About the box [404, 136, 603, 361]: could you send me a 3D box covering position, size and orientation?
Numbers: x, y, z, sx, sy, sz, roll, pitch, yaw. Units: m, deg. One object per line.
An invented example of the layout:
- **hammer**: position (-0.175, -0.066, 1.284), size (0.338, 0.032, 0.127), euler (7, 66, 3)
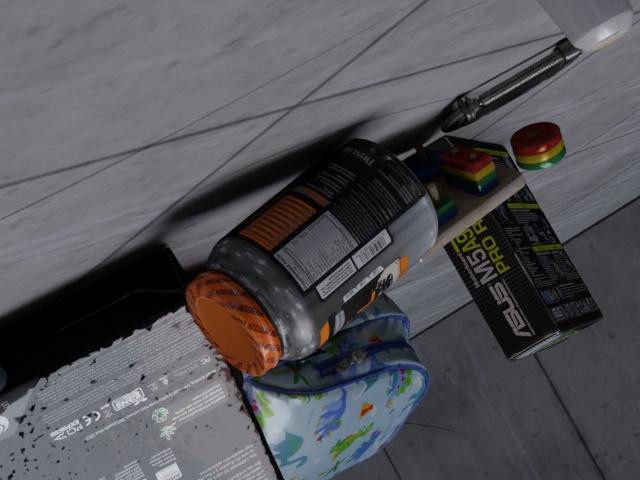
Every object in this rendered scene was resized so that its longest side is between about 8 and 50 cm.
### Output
- **box**: position (0.186, 0.006, 1.829), size (0.060, 0.216, 0.270), euler (-32, 172, 15)

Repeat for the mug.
- **mug**: position (0.190, -0.168, 1.284), size (0.062, 0.064, 0.078), euler (-34, 171, 32)

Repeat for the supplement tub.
- **supplement tub**: position (-0.008, 0.015, 1.450), size (0.190, 0.117, 0.117), euler (-40, 177, -23)

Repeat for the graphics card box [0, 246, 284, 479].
- **graphics card box**: position (-0.155, 0.211, 1.574), size (0.233, 0.371, 0.094), euler (-28, -144, -7)

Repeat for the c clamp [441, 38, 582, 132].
- **c clamp**: position (0.171, -0.139, 1.582), size (0.161, 0.022, 0.137), euler (-31, 177, 6)

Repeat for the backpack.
- **backpack**: position (-0.062, 0.142, 1.816), size (0.355, 0.273, 0.290), euler (-39, 160, -57)

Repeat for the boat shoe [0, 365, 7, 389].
- **boat shoe**: position (-0.306, 0.154, 1.375), size (0.254, 0.079, 0.095), euler (-52, -176, 36)

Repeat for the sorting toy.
- **sorting toy**: position (0.079, -0.043, 1.606), size (0.274, 0.046, 0.132), euler (-36, -148, -25)
